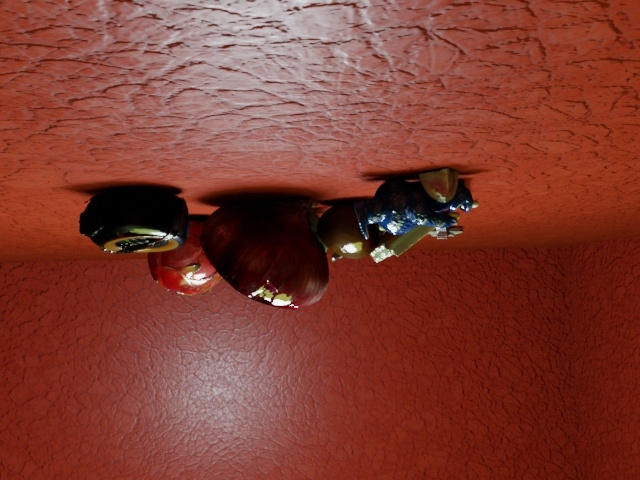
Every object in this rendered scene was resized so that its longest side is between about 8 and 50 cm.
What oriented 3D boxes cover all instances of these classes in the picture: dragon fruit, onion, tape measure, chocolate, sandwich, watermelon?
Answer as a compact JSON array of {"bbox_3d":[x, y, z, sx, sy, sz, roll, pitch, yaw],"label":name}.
[{"bbox_3d":[-0.389,0.049,1.818,0.252,0.240,0.241,-5,175,22],"label":"dragon fruit"},{"bbox_3d":[-0.116,0.007,1.523,0.348,0.285,0.347,32,-171,-6],"label":"onion"},{"bbox_3d":[-0.397,-0.043,1.343,0.223,0.135,0.202,-6,165,12],"label":"tape measure"},{"bbox_3d":[0.071,-0.025,1.622,0.177,0.176,0.177,-2,175,0],"label":"chocolate"},{"bbox_3d":[0.220,-0.019,1.716,0.212,0.063,0.245,-36,-177,-9],"label":"sandwich"},{"bbox_3d":[0.245,-0.117,1.222,0.085,0.085,0.061,-2,141,-4],"label":"watermelon"}]

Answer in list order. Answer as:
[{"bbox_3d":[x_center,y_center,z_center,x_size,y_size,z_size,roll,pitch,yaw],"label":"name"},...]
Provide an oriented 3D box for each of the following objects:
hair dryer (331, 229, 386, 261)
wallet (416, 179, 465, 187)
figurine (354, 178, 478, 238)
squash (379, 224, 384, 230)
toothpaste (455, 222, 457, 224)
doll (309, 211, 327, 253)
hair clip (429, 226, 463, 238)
[{"bbox_3d":[0.056,0.004,1.762,0.195,0.053,0.220,19,-147,30],"label":"hair dryer"},{"bbox_3d":[0.266,-0.108,1.455,0.167,0.036,0.222,-5,176,16],"label":"wallet"},{"bbox_3d":[0.197,-0.078,1.298,0.262,0.120,0.164,-9,-179,-8],"label":"figurine"},{"bbox_3d":[0.244,-0.047,2.195,0.083,0.027,0.027,0,174,-24],"label":"squash"},{"bbox_3d":[0.337,-0.066,1.942,0.196,0.040,0.047,-1,179,-15],"label":"toothpaste"},{"bbox_3d":[-0.117,0.050,1.792,0.322,0.198,0.186,-17,159,13],"label":"doll"},{"bbox_3d":[0.494,-0.028,2.429,0.140,0.054,0.220,-9,176,20],"label":"hair clip"}]
